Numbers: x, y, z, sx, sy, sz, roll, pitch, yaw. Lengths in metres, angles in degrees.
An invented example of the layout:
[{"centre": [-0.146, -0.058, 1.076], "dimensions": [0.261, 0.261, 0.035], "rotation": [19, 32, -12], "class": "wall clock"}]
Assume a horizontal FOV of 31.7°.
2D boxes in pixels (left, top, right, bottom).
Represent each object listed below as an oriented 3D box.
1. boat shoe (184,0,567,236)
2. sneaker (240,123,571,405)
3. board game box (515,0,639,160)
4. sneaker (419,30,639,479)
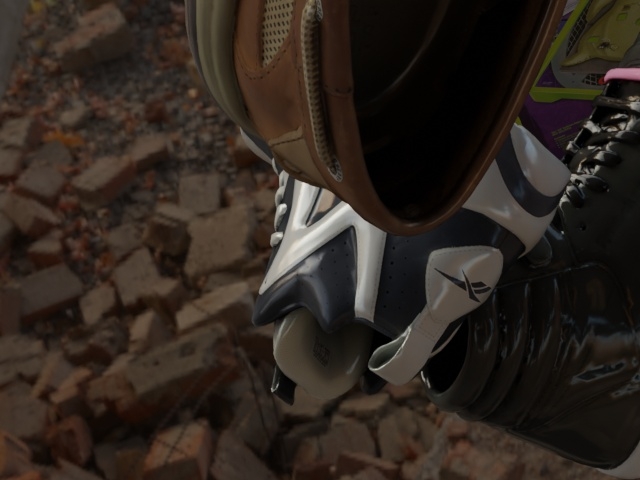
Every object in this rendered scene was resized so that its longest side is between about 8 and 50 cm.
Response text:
[{"centre": [0.043, -0.139, 0.296], "dimensions": [0.123, 0.324, 0.116], "rotation": [-13, 46, -23], "class": "boat shoe"}, {"centre": [0.000, 0.000, 0.557], "dimensions": [0.235, 0.094, 0.153], "rotation": [24, 81, 49], "class": "sneaker"}, {"centre": [0.192, -0.153, 0.841], "dimensions": [0.347, 0.208, 0.056], "rotation": [-21, 52, 16], "class": "board game box"}, {"centre": [0.135, -0.025, 0.583], "dimensions": [0.147, 0.295, 0.104], "rotation": [11, 7, -18], "class": "sneaker"}]
